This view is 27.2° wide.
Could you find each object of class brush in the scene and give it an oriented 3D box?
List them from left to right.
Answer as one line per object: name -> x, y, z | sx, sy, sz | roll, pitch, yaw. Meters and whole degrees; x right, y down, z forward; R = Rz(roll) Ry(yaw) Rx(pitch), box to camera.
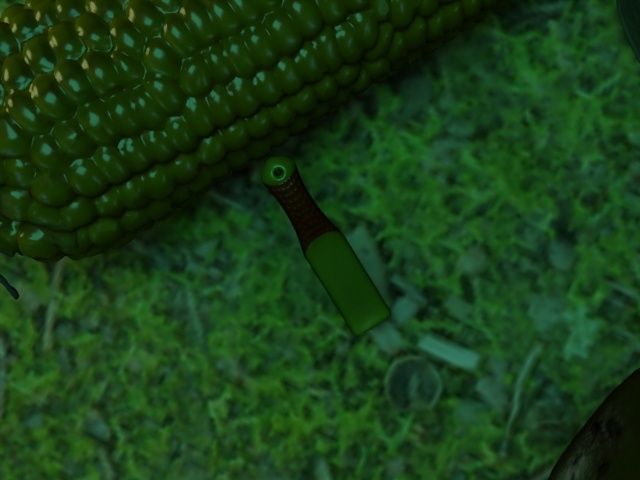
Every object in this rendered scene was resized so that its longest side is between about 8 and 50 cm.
brush -> 0.000, 0.000, 0.534 | 0.019, 0.021, 0.083 | -32, 108, 2

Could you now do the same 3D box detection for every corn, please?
corn -> -0.017, -0.092, 0.525 | 0.305, 0.106, 0.106 | -29, 79, 0

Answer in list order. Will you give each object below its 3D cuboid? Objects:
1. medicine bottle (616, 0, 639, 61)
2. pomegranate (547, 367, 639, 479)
medicine bottle -> 0.170, -0.099, 0.525 | 0.089, 0.057, 0.057 | -28, 79, 3
pomegranate -> 0.150, 0.132, 0.423 | 0.179, 0.210, 0.179 | 8, 123, 13
